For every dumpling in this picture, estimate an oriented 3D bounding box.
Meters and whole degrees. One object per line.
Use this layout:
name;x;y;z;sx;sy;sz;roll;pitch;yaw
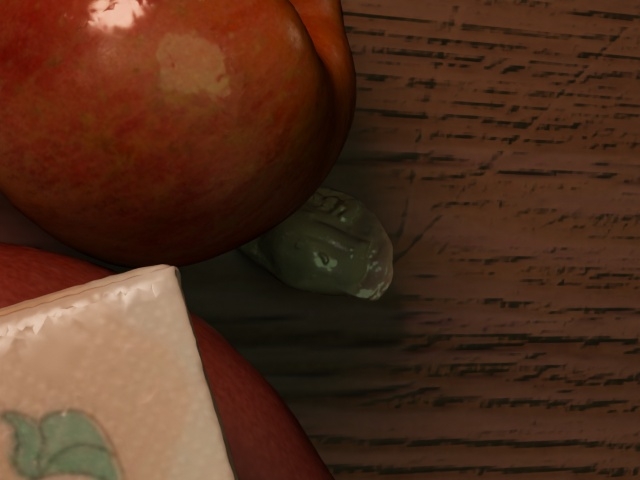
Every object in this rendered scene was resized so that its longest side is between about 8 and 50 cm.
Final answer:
dumpling;-0.001;0.000;0.945;0.052;0.076;0.057;14;92;-54

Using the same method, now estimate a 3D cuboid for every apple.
apple;-0.072;-0.085;0.811;0.164;0.209;0.209;-28;115;19

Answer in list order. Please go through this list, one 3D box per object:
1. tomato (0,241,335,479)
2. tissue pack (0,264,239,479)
tomato;-0.130;0.174;0.755;0.341;0.273;0.341;2;85;-22
tissue pack;-0.178;0.131;0.565;0.325;0.071;0.170;-17;86;-9
